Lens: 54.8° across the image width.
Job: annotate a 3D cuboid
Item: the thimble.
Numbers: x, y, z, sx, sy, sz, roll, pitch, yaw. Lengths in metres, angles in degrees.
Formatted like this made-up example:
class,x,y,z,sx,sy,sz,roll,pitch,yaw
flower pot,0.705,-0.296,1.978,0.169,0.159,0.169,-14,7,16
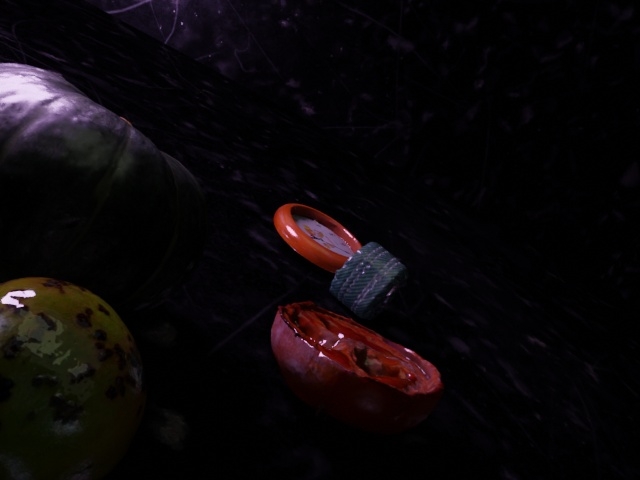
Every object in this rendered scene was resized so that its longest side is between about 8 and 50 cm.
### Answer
class,x,y,z,sx,sy,sz,roll,pitch,yaw
thimble,0.085,0.070,1.048,0.090,0.118,0.135,42,5,16

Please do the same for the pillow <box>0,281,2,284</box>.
class,x,y,z,sx,sy,sz,roll,pitch,yaw
pillow,-0.338,0.068,0.494,0.148,0.050,0.230,37,15,-3

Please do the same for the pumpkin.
class,x,y,z,sx,sy,sz,roll,pitch,yaw
pumpkin,-0.264,-0.043,0.640,0.300,0.207,0.300,34,1,0

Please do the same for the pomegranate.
class,x,y,z,sx,sy,sz,roll,pitch,yaw
pomegranate,-0.215,0.116,0.423,0.159,0.159,0.205,34,45,9

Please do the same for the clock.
class,x,y,z,sx,sy,sz,roll,pitch,yaw
clock,0.000,0.000,1.196,0.205,0.051,0.205,29,20,-11

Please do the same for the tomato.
class,x,y,z,sx,sy,sz,roll,pitch,yaw
tomato,0.032,0.165,0.759,0.227,0.101,0.228,27,10,-5
